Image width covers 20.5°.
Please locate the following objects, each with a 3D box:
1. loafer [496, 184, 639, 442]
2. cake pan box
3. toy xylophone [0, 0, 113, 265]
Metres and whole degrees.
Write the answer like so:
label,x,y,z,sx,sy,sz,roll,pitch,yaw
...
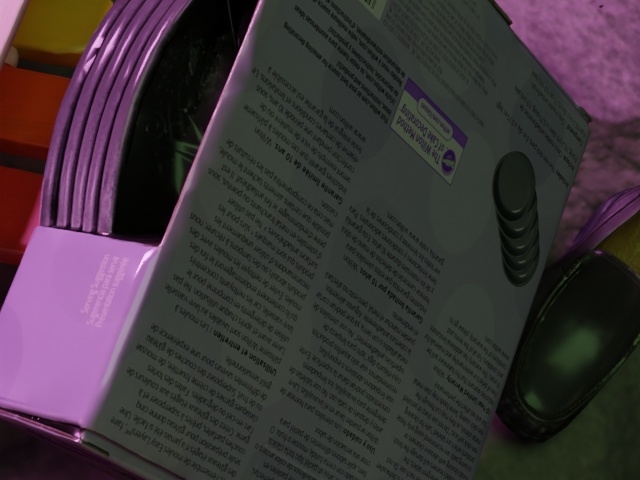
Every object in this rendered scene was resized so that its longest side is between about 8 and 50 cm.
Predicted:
label,x,y,z,sx,sy,sz,roll,pitch,yaw
loafer,0.140,0.027,0.881,0.062,0.061,0.170,38,58,-5
cake pan box,0.000,0.000,0.710,0.267,0.070,0.246,37,66,-51
toy xylophone,-0.143,-0.105,0.769,0.236,0.081,0.323,19,60,10
